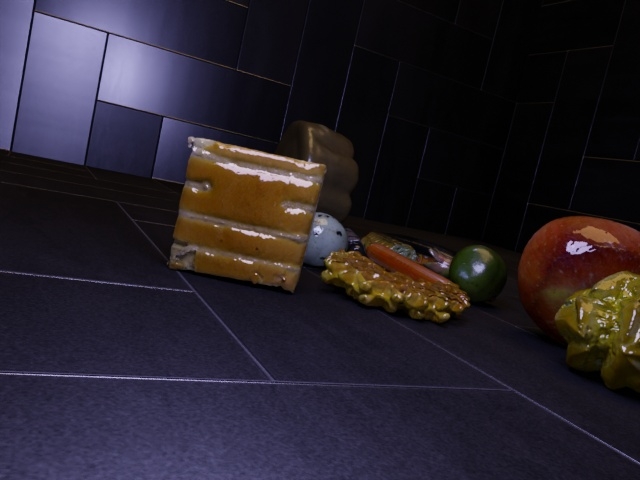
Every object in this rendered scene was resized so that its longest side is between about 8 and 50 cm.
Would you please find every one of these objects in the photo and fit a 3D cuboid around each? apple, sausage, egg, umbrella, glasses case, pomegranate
[{"bbox_3d":[0.504,0.079,1.075,0.272,0.251,0.206,9,30,11],"label":"apple"},{"bbox_3d":[0.211,0.072,1.402,0.053,0.053,0.348,9,13,-32],"label":"sausage"},{"bbox_3d":[0.000,0.000,1.381,0.131,0.131,0.164,16,-4,30],"label":"egg"},{"bbox_3d":[0.084,0.014,1.660,0.067,0.073,0.337,-30,9,1],"label":"umbrella"},{"bbox_3d":[0.314,0.037,1.868,0.321,0.082,0.122,18,9,32],"label":"glasses case"},{"bbox_3d":[0.340,0.075,1.371,0.191,0.131,0.152,12,-15,21],"label":"pomegranate"}]

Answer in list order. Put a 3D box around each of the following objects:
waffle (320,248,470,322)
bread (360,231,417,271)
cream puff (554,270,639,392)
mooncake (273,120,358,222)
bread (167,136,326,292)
[{"bbox_3d":[0.143,0.093,1.128,0.293,0.069,0.260,17,9,13],"label":"waffle"},{"bbox_3d":[0.182,0.030,1.659,0.087,0.098,0.269,54,-5,-14],"label":"bread"},{"bbox_3d":[0.468,0.143,0.874,0.221,0.194,0.195,12,5,37],"label":"cream puff"},{"bbox_3d":[-0.039,-0.181,1.842,0.201,0.378,0.378,17,4,-24],"label":"mooncake"},{"bbox_3d":[-0.133,-0.045,1.034,0.246,0.239,0.111,14,0,-6],"label":"bread"}]
